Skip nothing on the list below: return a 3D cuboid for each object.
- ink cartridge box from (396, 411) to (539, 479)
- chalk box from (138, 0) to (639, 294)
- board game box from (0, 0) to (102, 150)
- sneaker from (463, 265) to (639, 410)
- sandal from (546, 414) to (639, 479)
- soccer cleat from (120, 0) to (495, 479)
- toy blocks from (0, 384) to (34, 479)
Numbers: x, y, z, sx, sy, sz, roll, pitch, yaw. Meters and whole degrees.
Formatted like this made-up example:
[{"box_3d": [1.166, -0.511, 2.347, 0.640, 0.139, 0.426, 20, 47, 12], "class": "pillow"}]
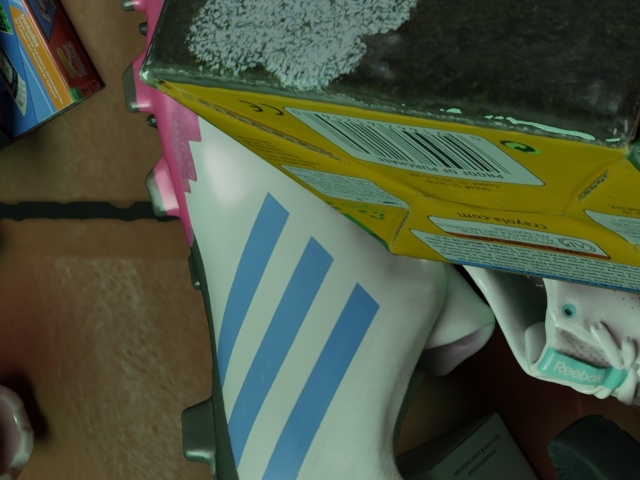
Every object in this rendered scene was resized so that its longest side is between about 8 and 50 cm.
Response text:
[{"box_3d": [0.073, 0.193, 0.848, 0.127, 0.072, 0.175, -31, 90, 39], "class": "ink cartridge box"}, {"box_3d": [0.097, -0.143, 0.580, 0.180, 0.179, 0.289, 11, 77, 34], "class": "chalk box"}, {"box_3d": [-0.235, -0.178, 0.935, 0.145, 0.027, 0.281, -24, 95, 41], "class": "board game box"}, {"box_3d": [0.130, 0.046, 0.728, 0.212, 0.094, 0.080, 41, 127, 14], "class": "sneaker"}, {"box_3d": [0.190, 0.285, 0.723, 0.445, 0.107, 0.167, 64, 172, -10], "class": "sandal"}, {"box_3d": [0.000, 0.000, 0.781, 0.143, 0.116, 0.331, -11, 79, 5], "class": "soccer cleat"}, {"box_3d": [-0.276, 0.163, 0.946, 0.260, 0.289, 0.308, -9, 101, 44], "class": "toy blocks"}]
